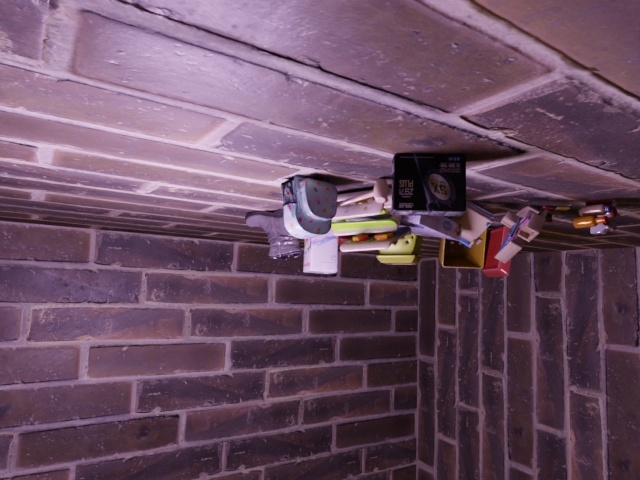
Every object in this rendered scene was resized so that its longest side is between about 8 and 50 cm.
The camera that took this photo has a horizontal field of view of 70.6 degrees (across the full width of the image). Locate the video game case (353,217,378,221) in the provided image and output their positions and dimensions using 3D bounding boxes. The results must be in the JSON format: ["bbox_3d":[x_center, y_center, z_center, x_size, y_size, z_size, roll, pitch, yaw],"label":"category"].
[{"bbox_3d":[0.178,-0.068,1.739,0.190,0.022,0.173,13,178,39],"label":"video game case"}]

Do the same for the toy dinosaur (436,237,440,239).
[{"bbox_3d":[0.713,-0.018,2.586,0.092,0.053,0.183,8,171,-37],"label":"toy dinosaur"}]

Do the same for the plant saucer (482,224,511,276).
[{"bbox_3d":[0.863,0.046,2.211,0.047,0.259,0.258,11,174,0],"label":"plant saucer"}]

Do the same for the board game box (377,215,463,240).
[{"bbox_3d":[0.322,-0.079,1.709,0.318,0.066,0.318,12,178,42],"label":"board game box"}]

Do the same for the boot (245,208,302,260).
[{"bbox_3d":[-0.227,-0.021,2.061,0.338,0.223,0.118,-4,172,42],"label":"boot"}]

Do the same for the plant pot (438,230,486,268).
[{"bbox_3d":[0.715,0.023,2.350,0.212,0.212,0.187,2,-174,-3],"label":"plant pot"}]

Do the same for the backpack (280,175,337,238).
[{"bbox_3d":[-0.033,-0.101,1.426,0.165,0.189,0.144,8,171,-41],"label":"backpack"}]

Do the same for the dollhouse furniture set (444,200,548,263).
[{"bbox_3d":[0.655,-0.110,1.719,0.303,0.198,0.286,31,154,10],"label":"dollhouse furniture set"}]

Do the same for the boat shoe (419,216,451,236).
[{"bbox_3d":[0.518,-0.065,1.942,0.307,0.111,0.104,0,173,17],"label":"boat shoe"}]

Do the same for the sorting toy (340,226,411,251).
[{"bbox_3d":[0.194,-0.013,1.575,0.193,0.038,0.208,-4,-166,34],"label":"sorting toy"}]

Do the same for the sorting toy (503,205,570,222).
[{"bbox_3d":[0.884,-0.096,1.844,0.132,0.046,0.274,3,173,-14],"label":"sorting toy"}]

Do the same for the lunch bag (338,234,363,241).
[{"bbox_3d":[0.148,-0.040,2.323,0.258,0.120,0.293,4,173,20],"label":"lunch bag"}]

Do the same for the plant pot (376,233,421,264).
[{"bbox_3d":[0.404,0.018,2.315,0.228,0.207,0.227,-1,173,21],"label":"plant pot"}]

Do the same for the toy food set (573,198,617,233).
[{"bbox_3d":[1.008,-0.084,1.600,0.232,0.111,0.104,9,172,-31],"label":"toy food set"}]

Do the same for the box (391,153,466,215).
[{"bbox_3d":[0.274,-0.140,1.158,0.180,0.148,0.077,2,174,4],"label":"box"}]

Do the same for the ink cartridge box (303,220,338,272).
[{"bbox_3d":[0.000,0.000,1.932,0.117,0.278,0.201,3,173,-11],"label":"ink cartridge box"}]

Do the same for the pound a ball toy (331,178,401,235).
[{"bbox_3d":[0.131,-0.130,1.527,0.319,0.136,0.208,-5,148,38],"label":"pound a ball toy"}]
